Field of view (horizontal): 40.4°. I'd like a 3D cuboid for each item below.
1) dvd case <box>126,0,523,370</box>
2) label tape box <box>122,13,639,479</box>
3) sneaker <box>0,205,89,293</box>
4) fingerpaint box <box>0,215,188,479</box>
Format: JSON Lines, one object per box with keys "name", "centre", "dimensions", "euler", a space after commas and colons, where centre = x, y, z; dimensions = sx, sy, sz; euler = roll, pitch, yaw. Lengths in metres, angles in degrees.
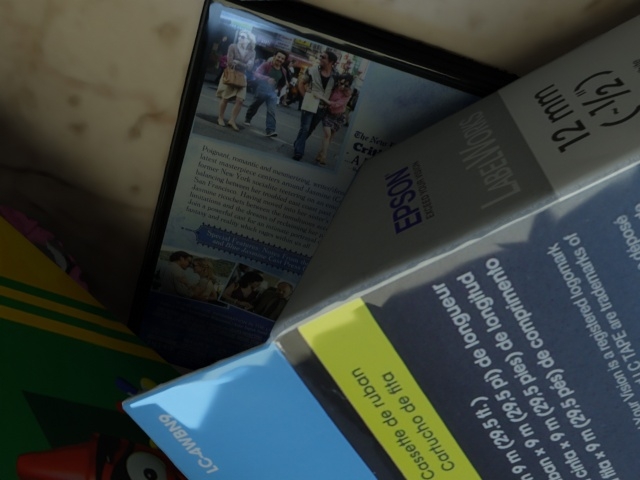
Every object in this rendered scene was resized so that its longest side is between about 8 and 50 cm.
{"name": "dvd case", "centre": [0.000, 0.000, 0.473], "dimensions": [0.180, 0.022, 0.253], "euler": [17, 131, -7]}
{"name": "label tape box", "centre": [0.131, 0.052, 0.390], "dimensions": [0.348, 0.115, 0.249], "euler": [-26, 119, 15]}
{"name": "sneaker", "centre": [-0.175, 0.063, 0.522], "dimensions": [0.077, 0.072, 0.178], "euler": [3, 124, 40]}
{"name": "fingerpaint box", "centre": [-0.256, 0.197, 0.476], "dimensions": [0.445, 0.163, 0.371], "euler": [-33, 114, 27]}
